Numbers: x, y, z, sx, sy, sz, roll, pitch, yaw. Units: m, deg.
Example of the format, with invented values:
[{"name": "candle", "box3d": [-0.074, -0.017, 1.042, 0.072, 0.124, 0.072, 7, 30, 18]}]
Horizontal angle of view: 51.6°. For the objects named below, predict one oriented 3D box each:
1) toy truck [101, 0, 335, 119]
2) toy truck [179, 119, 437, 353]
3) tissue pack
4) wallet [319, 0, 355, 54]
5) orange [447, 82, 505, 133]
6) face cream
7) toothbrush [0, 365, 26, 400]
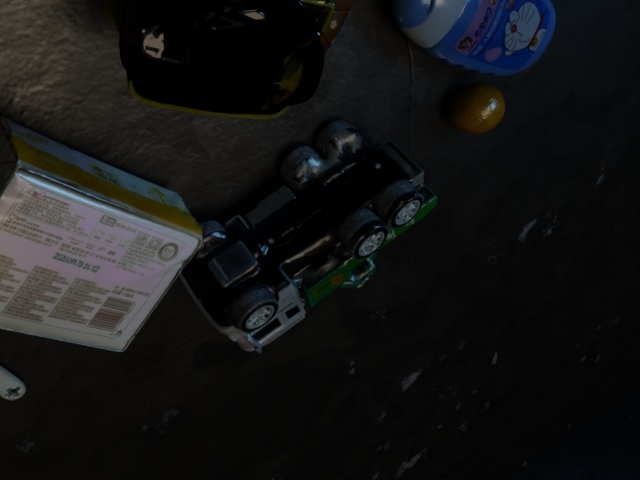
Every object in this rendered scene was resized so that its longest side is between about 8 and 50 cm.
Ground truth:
[{"name": "toy truck", "box3d": [-0.052, -0.309, 0.533, 0.180, 0.254, 0.405, 3, 136, -29]}, {"name": "toy truck", "box3d": [-0.003, -0.003, 0.890, 0.363, 0.176, 0.178, -34, 150, -12]}, {"name": "tissue pack", "box3d": [-0.273, 0.002, 0.709, 0.225, 0.124, 0.185, 25, 105, -47]}, {"name": "wallet", "box3d": [-0.008, -0.266, 0.770, 0.095, 0.026, 0.176, 12, 116, -46]}, {"name": "orange", "box3d": [0.231, -0.194, 0.982, 0.085, 0.085, 0.085, -21, 134, -23]}, {"name": "face cream", "box3d": [0.197, -0.299, 0.860, 0.264, 0.083, 0.149, 2, 119, -39]}, {"name": "toothbrush", "box3d": [-0.437, 0.087, 0.716, 0.040, 0.040, 0.386, -34, 138, -10]}]
